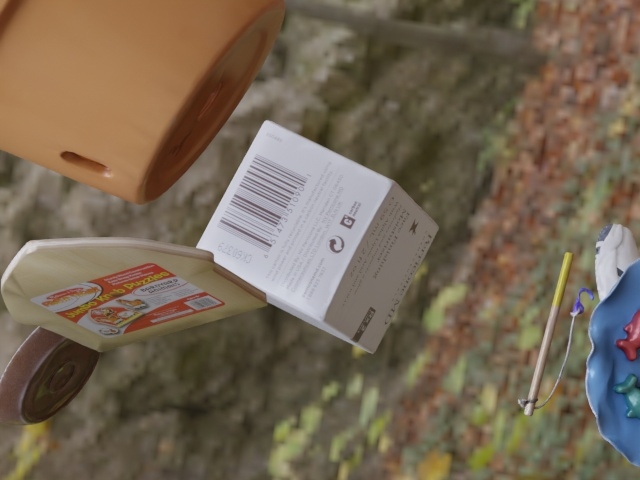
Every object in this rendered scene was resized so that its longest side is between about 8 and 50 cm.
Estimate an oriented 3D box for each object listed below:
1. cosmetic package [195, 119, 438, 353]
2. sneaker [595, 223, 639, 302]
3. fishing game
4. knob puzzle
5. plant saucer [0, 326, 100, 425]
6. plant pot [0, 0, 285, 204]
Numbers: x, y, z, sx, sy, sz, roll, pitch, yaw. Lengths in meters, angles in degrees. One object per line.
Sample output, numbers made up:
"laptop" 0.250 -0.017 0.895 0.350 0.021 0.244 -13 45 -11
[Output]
"cosmetic package" 0.000 0.000 1.852 0.151 0.151 0.183 -62 -22 -3
"sneaker" 0.352 0.087 1.823 0.094 0.153 0.235 65 -164 -64
"fishing game" 0.302 0.099 1.543 0.189 0.264 0.041 -70 16 -5
"knob puzzle" -0.165 0.029 1.499 0.213 0.213 0.030 90 178 -66
"plant saucer" -0.306 0.149 2.188 0.168 0.029 0.168 -45 -23 -26
"plant pot" -0.164 -0.165 1.497 0.291 0.203 0.291 -55 -4 -6
